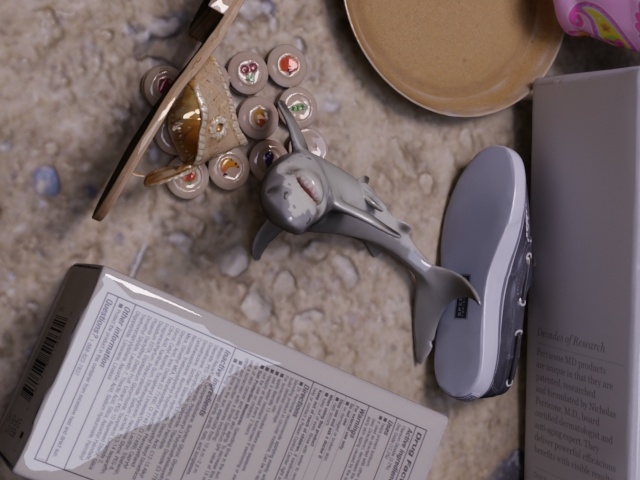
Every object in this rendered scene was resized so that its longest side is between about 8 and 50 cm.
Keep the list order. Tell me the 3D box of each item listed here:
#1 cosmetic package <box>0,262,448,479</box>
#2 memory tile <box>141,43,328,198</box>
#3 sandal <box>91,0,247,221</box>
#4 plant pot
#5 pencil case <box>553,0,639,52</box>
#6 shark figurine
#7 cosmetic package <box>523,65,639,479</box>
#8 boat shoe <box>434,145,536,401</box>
[{"bbox_3d":[-0.074,0.149,0.834,0.309,0.113,0.160,28,79,-23],"label":"cosmetic package"},{"bbox_3d":[-0.069,-0.100,0.890,0.148,0.012,0.113,-15,96,-24],"label":"memory tile"},{"bbox_3d":[-0.085,-0.105,0.827,0.079,0.088,0.240,29,74,-16],"label":"sandal"},{"bbox_3d":[0.119,-0.228,0.965,0.236,0.032,0.236,0,91,-24],"label":"plant pot"},{"bbox_3d":[0.343,-0.211,0.907,0.124,0.284,0.124,-22,120,-45],"label":"pencil case"},{"bbox_3d":[0.007,-0.003,0.896,0.116,0.166,0.278,-41,139,15],"label":"shark figurine"},{"bbox_3d":[0.323,0.078,0.974,0.230,0.161,0.453,-1,95,-24],"label":"cosmetic package"},{"bbox_3d":[0.160,0.032,0.964,0.076,0.080,0.228,11,83,-40],"label":"boat shoe"}]
